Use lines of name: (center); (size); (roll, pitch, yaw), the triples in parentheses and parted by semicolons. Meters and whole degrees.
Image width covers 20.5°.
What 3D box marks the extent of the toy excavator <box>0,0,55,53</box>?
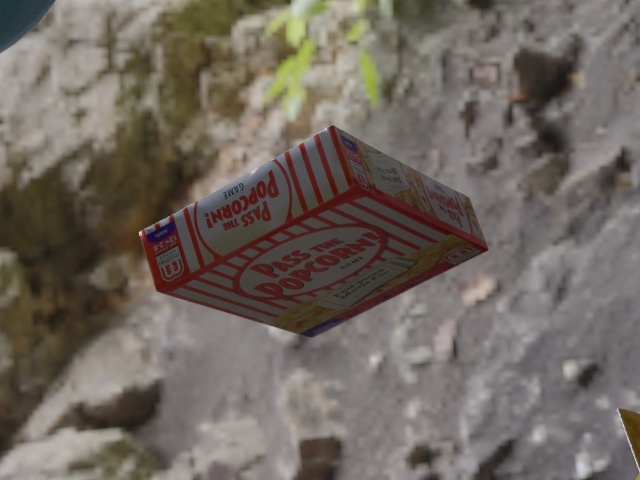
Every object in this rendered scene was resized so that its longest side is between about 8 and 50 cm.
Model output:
toy excavator: (-0.118, -0.203, 0.630); (0.222, 0.445, 0.433); (-99, 20, -46)

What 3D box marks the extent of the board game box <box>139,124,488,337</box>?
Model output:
board game box: (0.000, 0.000, 1.127); (0.147, 0.193, 0.045); (-28, 66, 22)

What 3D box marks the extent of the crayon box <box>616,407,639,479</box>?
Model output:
crayon box: (0.396, 0.266, 1.479); (0.203, 0.323, 0.083); (-98, 28, -56)
